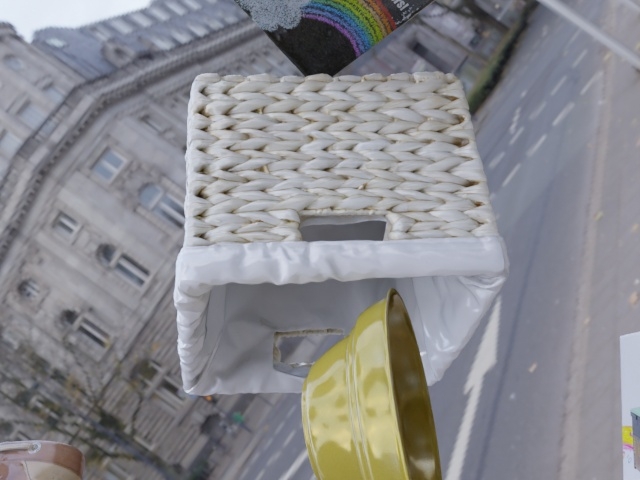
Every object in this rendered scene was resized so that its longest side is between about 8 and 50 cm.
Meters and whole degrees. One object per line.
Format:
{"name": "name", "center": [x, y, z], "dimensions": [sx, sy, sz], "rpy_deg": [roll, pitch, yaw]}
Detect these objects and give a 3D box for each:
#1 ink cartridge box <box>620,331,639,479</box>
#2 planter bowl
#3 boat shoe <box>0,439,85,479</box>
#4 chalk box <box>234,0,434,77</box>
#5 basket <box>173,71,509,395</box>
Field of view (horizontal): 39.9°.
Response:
{"name": "ink cartridge box", "center": [0.418, 0.245, 0.929], "dimensions": [0.117, 0.201, 0.278], "rpy_deg": [-18, 56, 45]}
{"name": "planter bowl", "center": [0.039, 0.154, 0.744], "dimensions": [0.091, 0.217, 0.217], "rpy_deg": [-11, 11, 12]}
{"name": "boat shoe", "center": [-0.345, 0.246, 0.823], "dimensions": [0.325, 0.123, 0.116], "rpy_deg": [-7, 45, 24]}
{"name": "chalk box", "center": [0.048, -0.344, 0.954], "dimensions": [0.289, 0.180, 0.179], "rpy_deg": [-33, 34, 22]}
{"name": "basket", "center": [0.000, 0.000, 1.008], "dimensions": [0.331, 0.329, 0.266], "rpy_deg": [104, 162, -61]}
